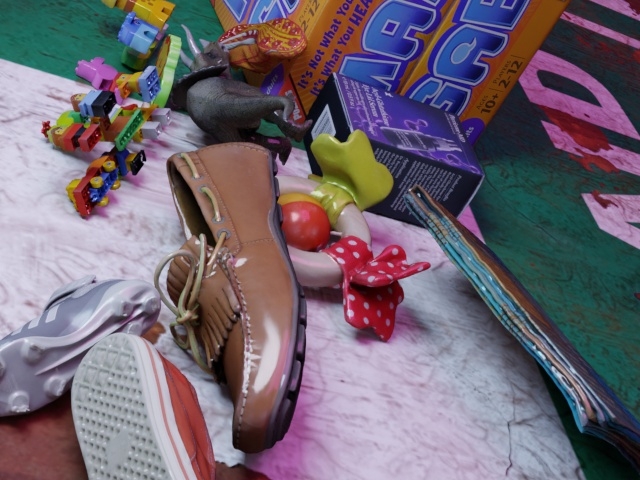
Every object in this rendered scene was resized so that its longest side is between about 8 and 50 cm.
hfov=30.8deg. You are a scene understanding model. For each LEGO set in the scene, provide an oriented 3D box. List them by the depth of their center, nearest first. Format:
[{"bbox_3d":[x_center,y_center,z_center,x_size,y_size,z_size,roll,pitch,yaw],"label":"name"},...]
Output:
[{"bbox_3d":[-0.257,-0.279,1.514,0.093,0.087,0.227,27,31,-8],"label":"LEGO set"}]

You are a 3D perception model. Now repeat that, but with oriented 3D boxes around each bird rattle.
[{"bbox_3d":[0.000,0.000,1.358,0.207,0.143,0.253,5,52,-18],"label":"bird rattle"}]

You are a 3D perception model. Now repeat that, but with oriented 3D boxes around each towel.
[{"bbox_3d":[0.251,0.107,1.359,0.370,0.040,0.271,54,10,35],"label":"towel"}]

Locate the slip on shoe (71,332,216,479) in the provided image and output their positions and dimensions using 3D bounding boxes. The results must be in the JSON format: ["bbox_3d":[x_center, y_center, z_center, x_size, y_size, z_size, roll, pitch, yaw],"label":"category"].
[{"bbox_3d":[-0.122,0.220,0.923,0.101,0.123,0.331,35,25,-43],"label":"slip on shoe"}]

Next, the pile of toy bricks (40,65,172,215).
[{"bbox_3d":[-0.260,-0.126,1.305,0.105,0.118,0.212,4,38,17],"label":"pile of toy bricks"}]

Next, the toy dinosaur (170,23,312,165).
[{"bbox_3d":[-0.106,-0.156,1.419,0.160,0.121,0.313,18,16,-17],"label":"toy dinosaur"}]

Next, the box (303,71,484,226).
[{"bbox_3d":[0.095,-0.118,1.565,0.207,0.108,0.153,15,35,-24],"label":"box"}]

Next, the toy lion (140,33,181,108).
[{"bbox_3d":[-0.197,-0.206,1.454,0.034,0.096,0.100,17,35,-21],"label":"toy lion"}]

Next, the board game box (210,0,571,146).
[{"bbox_3d":[0.093,-0.386,1.696,0.356,0.356,0.356,8,39,-31],"label":"board game box"}]

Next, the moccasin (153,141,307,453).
[{"bbox_3d":[-0.097,0.042,1.154,0.147,0.139,0.380,0,51,-14],"label":"moccasin"}]

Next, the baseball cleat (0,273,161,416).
[{"bbox_3d":[-0.242,0.093,1.046,0.206,0.072,0.109,-26,23,-35],"label":"baseball cleat"}]

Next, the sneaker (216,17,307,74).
[{"bbox_3d":[-0.067,-0.252,1.534,0.175,0.064,0.067,14,-35,54],"label":"sneaker"}]
